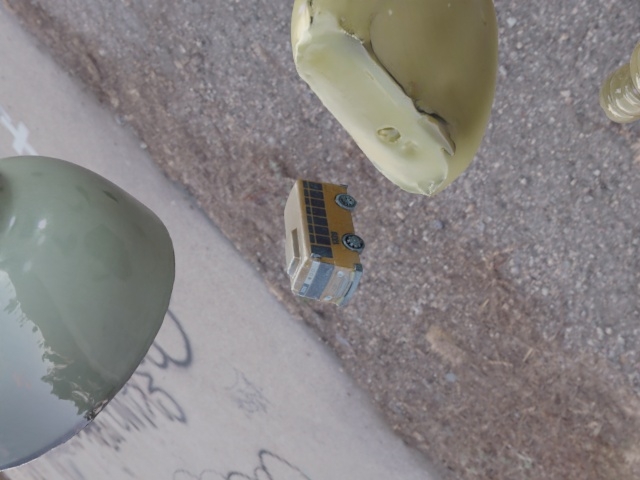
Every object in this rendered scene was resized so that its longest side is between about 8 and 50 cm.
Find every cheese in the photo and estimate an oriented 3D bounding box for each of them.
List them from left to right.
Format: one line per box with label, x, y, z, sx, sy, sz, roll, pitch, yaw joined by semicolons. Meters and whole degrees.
cheese;0.097;-0.228;0.731;0.128;0.315;0.259;-5;140;41

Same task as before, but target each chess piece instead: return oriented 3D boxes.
chess piece;0.273;-0.132;0.570;0.066;0.066;0.122;43;178;4

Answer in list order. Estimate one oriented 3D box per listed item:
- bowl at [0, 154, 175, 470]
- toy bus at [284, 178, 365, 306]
bowl;-0.351;0.039;0.716;0.354;0.353;0.185;20;156;36
toy bus;0.000;0.000;1.019;0.103;0.182;0.091;9;135;-17
